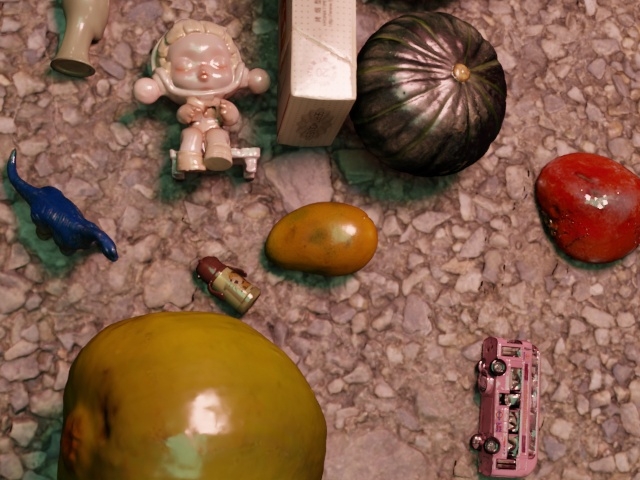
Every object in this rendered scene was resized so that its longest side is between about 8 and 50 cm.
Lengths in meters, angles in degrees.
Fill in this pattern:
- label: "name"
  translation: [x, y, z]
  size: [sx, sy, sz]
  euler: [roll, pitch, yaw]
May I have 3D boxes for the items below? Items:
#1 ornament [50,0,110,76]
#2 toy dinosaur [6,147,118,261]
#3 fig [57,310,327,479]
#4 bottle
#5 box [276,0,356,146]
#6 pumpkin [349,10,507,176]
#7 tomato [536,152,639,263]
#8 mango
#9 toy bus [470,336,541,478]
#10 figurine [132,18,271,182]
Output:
- label: "ornament"
  translation: [-0.352, -0.327, 1.160]
  size: [0.081, 0.075, 0.156]
  euler: [20, 73, -50]
- label: "toy dinosaur"
  translation: [-0.355, -0.047, 1.050]
  size: [0.075, 0.188, 0.247]
  euler: [-40, 86, -20]
- label: "fig"
  translation: [-0.146, 0.248, 0.970]
  size: [0.343, 0.343, 0.343]
  euler: [2, 80, -8]
- label: "bottle"
  translation: [-0.138, 0.061, 1.132]
  size: [0.101, 0.063, 0.047]
  euler: [39, 105, 2]
- label: "box"
  translation: [-0.010, -0.325, 1.137]
  size: [0.095, 0.210, 0.330]
  euler: [0, 80, -8]
- label: "pumpkin"
  translation: [0.148, -0.211, 1.150]
  size: [0.250, 0.216, 0.249]
  euler: [4, 83, -42]
- label: "tomato"
  translation: [0.439, -0.062, 1.215]
  size: [0.173, 0.099, 0.189]
  euler: [-18, 82, -9]
- label: "mango"
  translation: [0.003, -0.005, 1.146]
  size: [0.163, 0.089, 0.111]
  euler: [11, 79, 2]
- label: "toy bus"
  translation: [0.277, 0.247, 1.155]
  size: [0.090, 0.063, 0.203]
  euler: [6, 81, -11]
- label: "figurine"
  translation: [-0.166, -0.216, 1.142]
  size: [0.182, 0.144, 0.256]
  euler: [-6, 83, 11]
